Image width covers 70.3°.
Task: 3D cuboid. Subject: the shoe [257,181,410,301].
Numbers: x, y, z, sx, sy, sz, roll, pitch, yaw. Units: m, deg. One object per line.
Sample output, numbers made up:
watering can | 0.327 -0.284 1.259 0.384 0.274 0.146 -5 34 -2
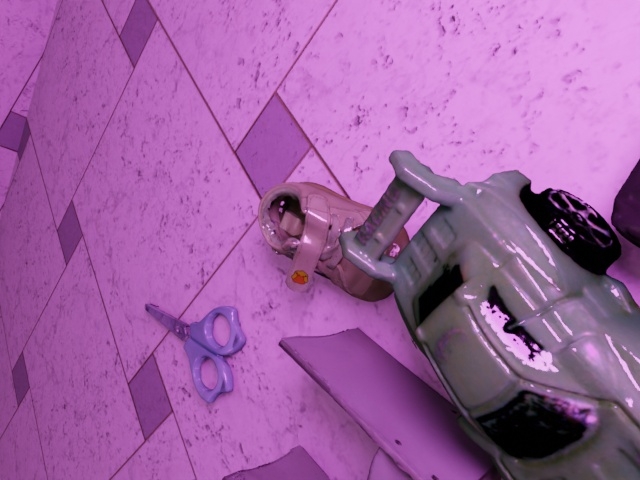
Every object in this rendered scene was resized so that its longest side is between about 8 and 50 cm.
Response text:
shoe | 0.005 0.001 0.674 0.262 0.128 0.140 39 126 38

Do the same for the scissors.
scissors | -0.283 0.194 0.963 0.360 0.029 0.191 17 94 43

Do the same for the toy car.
toy car | 0.179 0.087 0.435 0.213 0.176 0.359 -57 47 43

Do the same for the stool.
stool | 0.044 0.292 0.577 0.269 0.170 0.244 36 110 37

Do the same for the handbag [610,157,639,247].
handbag | 0.392 -0.048 0.343 0.246 0.080 0.223 37 106 37
